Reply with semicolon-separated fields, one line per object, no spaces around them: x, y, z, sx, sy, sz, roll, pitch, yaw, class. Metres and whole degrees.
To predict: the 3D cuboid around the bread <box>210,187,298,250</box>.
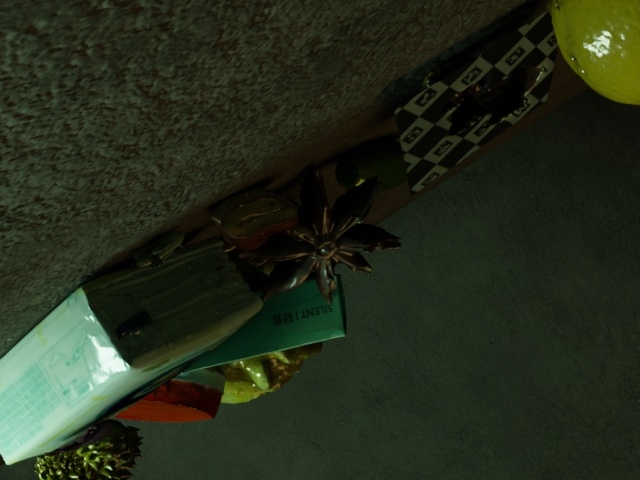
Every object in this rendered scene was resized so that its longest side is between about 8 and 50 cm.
-0.094;-0.033;1.407;0.119;0.067;0.192;-24;174;-6;bread

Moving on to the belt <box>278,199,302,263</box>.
-0.034;-0.005;1.696;0.079;0.121;0.151;-33;-153;19;belt

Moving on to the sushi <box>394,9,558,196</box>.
0.217;-0.216;1.429;0.292;0.059;0.294;-35;159;-7;sushi

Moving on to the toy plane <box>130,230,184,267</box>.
-0.216;0.015;1.307;0.083;0.033;0.080;-32;-173;-19;toy plane

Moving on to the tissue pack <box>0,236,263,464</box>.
-0.312;0.164;1.461;0.388;0.162;0.287;-37;171;39;tissue pack

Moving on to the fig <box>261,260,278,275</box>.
-0.120;0.072;2.398;0.125;0.089;0.089;-14;176;1;fig

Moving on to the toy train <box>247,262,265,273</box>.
-0.237;0.133;2.197;0.251;0.085;0.119;-30;-179;-12;toy train

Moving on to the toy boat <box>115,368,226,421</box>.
-0.333;0.257;1.821;0.332;0.133;0.145;11;149;-22;toy boat

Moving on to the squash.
0.107;-0.128;1.693;0.082;0.082;0.292;-35;175;24;squash

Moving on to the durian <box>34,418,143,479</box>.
-0.318;0.330;1.442;0.108;0.119;0.186;-31;172;27;durian

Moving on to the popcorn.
-0.144;0.205;2.011;0.321;0.290;0.326;18;98;-48;popcorn

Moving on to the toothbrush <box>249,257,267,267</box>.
-0.150;0.055;2.277;0.321;0.023;0.031;-34;-177;23;toothbrush

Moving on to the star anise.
0.001;0.001;1.571;0.288;0.288;0.088;-34;-145;11;star anise

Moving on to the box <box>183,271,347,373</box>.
-0.128;0.140;1.736;0.311;0.118;0.205;-12;-175;-18;box

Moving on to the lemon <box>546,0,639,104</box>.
0.395;-0.279;1.128;0.228;0.228;0.253;-29;175;-40;lemon

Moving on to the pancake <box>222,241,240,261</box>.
-0.193;0.040;1.736;0.250;0.031;0.250;-28;176;-2;pancake
